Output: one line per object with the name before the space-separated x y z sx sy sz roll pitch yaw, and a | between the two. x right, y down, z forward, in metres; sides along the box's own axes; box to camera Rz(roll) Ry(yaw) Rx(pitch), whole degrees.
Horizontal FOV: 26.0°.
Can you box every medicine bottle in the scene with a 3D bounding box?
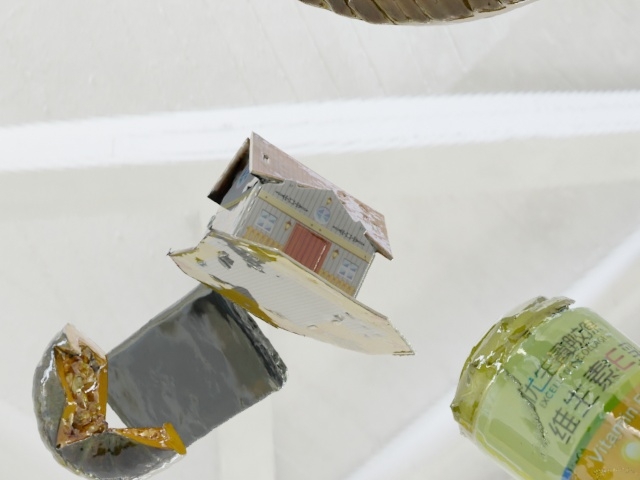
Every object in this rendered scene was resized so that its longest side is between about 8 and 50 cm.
medicine bottle | 0.193 0.132 0.874 0.124 0.239 0.124 -35 -34 -29

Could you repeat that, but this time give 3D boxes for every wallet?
wallet | -0.151 0.149 1.544 0.285 0.030 0.146 -36 -94 43

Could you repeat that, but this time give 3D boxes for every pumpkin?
pumpkin | -0.234 0.184 1.427 0.107 0.119 0.183 -43 -102 6

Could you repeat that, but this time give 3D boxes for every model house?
model house | 0.000 0.000 1.248 0.219 0.207 0.136 30 -110 -15

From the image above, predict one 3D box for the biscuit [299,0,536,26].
biscuit | 0.048 -0.263 0.677 0.318 0.040 0.318 3 -84 25
